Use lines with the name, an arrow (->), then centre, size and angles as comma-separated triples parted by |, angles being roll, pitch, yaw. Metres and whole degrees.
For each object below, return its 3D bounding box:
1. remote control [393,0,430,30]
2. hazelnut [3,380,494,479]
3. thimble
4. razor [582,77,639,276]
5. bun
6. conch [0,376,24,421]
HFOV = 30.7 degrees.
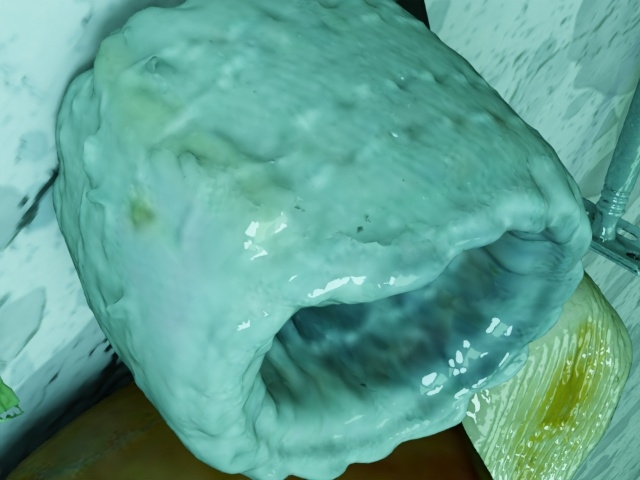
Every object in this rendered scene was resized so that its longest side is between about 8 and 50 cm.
remote control -> 0.047, -0.076, 0.684 | 0.063, 0.025, 0.245 | -44, 153, -10
hazelnut -> -0.034, 0.237, 0.670 | 0.365, 0.366, 0.366 | -36, 152, -23
thimble -> 0.000, 0.000, 0.524 | 0.205, 0.172, 0.250 | -45, 151, 9
razor -> 0.260, -0.093, 0.938 | 0.068, 0.106, 0.232 | -20, 133, -45
bun -> 0.142, 0.125, 0.972 | 0.243, 0.153, 0.244 | -19, 125, -31
conch -> -0.174, 0.082, 0.500 | 0.089, 0.074, 0.121 | -7, 160, -24
